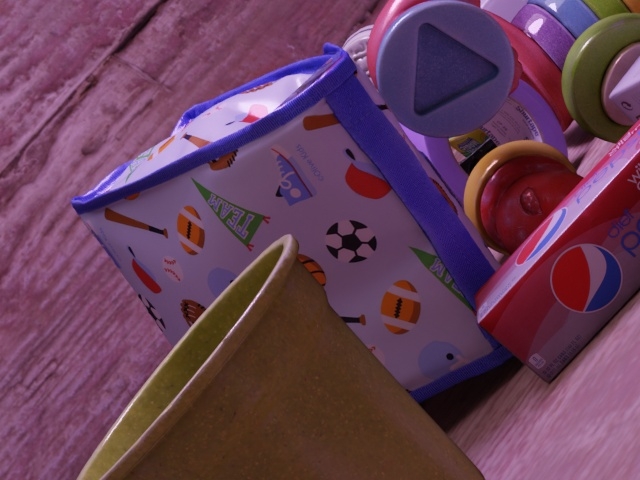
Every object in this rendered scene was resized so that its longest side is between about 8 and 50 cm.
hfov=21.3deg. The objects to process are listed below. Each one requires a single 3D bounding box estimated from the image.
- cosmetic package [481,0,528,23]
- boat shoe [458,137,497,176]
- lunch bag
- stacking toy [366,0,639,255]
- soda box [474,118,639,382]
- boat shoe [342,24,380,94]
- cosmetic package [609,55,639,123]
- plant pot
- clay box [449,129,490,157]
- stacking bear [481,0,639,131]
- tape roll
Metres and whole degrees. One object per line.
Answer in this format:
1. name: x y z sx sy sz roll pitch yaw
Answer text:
1. cosmetic package: 0.256 -0.233 2.185 0.151 0.184 0.151 -48 7 17
2. boat shoe: 0.208 -0.093 2.311 0.142 0.049 0.040 -46 7 9
3. lunch bag: 0.000 0.000 1.650 0.239 0.328 0.385 -45 15 -32
4. stacking toy: 0.215 -0.143 1.624 0.279 0.309 0.130 -38 17 6
5. soda box: 0.246 -0.009 1.432 0.263 0.083 0.092 -49 6 12
6. boat shoe: 0.052 -0.078 2.353 0.156 0.187 0.500 -43 -26 -59
7. cosmetic package: 0.370 -0.171 1.535 0.117 0.085 0.231 -51 9 -19
8. plant pot: -0.016 0.179 1.362 0.276 0.254 0.276 -49 6 7
9. clay box: 0.261 -0.204 2.441 0.222 0.053 0.127 -59 16 -22
10. stacking bear: 0.342 -0.275 2.014 0.289 0.175 0.164 -40 41 -5
11. tape roll: 0.178 -0.095 1.906 0.189 0.189 0.080 -54 8 -32
